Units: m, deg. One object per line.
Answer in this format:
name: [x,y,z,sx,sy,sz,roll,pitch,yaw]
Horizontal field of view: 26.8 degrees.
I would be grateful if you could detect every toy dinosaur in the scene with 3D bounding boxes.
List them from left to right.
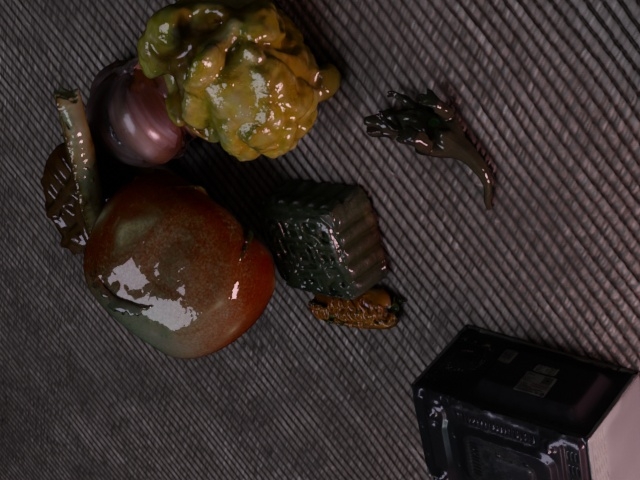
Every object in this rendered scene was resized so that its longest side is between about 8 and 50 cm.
toy dinosaur: [0.162,-0.141,1.882,0.187,0.087,0.179,33,179,43]

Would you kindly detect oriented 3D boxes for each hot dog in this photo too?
hot dog: [0.056,0.112,2.170,0.188,0.055,0.072,0,120,45]

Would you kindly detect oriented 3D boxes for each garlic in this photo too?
garlic: [-0.303,-0.202,2.163,0.214,0.160,0.191,-5,111,43]

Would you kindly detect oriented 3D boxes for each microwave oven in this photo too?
microwave oven: [0.303,0.286,1.979,0.295,0.181,0.237,15,132,36]

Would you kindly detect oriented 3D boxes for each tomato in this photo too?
tomato: [-0.226,0.044,2.103,0.303,0.239,0.303,39,173,6]

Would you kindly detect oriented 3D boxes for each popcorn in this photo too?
popcorn: [-0.112,-0.238,1.886,0.250,0.242,0.235,36,138,11]

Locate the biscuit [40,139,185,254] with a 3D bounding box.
biscuit: [-0.357,-0.072,2.366,0.366,0.115,0.268,7,126,39]

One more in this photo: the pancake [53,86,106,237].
pancake: [-0.376,-0.104,2.176,0.376,0.054,0.197,92,160,-56]

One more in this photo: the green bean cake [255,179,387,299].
green bean cake: [0.000,0.000,2.096,0.181,0.094,0.173,11,130,39]
